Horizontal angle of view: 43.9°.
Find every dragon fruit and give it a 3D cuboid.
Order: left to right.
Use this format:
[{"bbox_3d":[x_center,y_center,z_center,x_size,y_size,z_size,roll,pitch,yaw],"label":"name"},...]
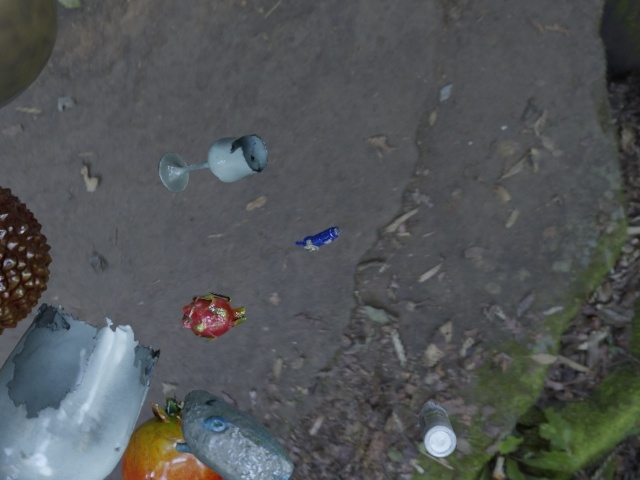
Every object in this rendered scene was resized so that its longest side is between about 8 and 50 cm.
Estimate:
[{"bbox_3d":[-0.195,0.141,1.466,0.116,0.081,0.086,14,91,-34],"label":"dragon fruit"}]

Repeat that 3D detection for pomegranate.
[{"bbox_3d":[-0.290,0.427,1.573,0.210,0.210,0.235,-5,91,-16],"label":"pomegranate"}]

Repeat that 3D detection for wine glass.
[{"bbox_3d":[-0.257,0.215,0.700,0.143,0.143,0.321,23,72,-12],"label":"wine glass"},{"bbox_3d":[-0.187,-0.135,1.391,0.079,0.196,0.079,20,66,-54],"label":"wine glass"}]

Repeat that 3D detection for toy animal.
[{"bbox_3d":[-0.055,0.241,0.810,0.079,0.253,0.070,-11,130,-51],"label":"toy animal"}]

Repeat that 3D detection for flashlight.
[{"bbox_3d":[0.000,0.000,1.733,0.057,0.121,0.035,17,63,-36],"label":"flashlight"}]

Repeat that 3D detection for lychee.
[{"bbox_3d":[-0.604,0.041,1.319,0.306,0.330,0.306,2,121,3],"label":"lychee"}]

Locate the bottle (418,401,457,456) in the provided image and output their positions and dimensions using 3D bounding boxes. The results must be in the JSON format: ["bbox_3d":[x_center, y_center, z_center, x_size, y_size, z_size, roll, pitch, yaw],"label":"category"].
[{"bbox_3d":[0.212,0.338,1.470,0.060,0.217,0.060,0,95,4],"label":"bottle"}]

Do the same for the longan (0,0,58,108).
[{"bbox_3d":[-0.294,-0.173,0.581,0.204,0.159,0.184,-46,130,-34],"label":"longan"}]
